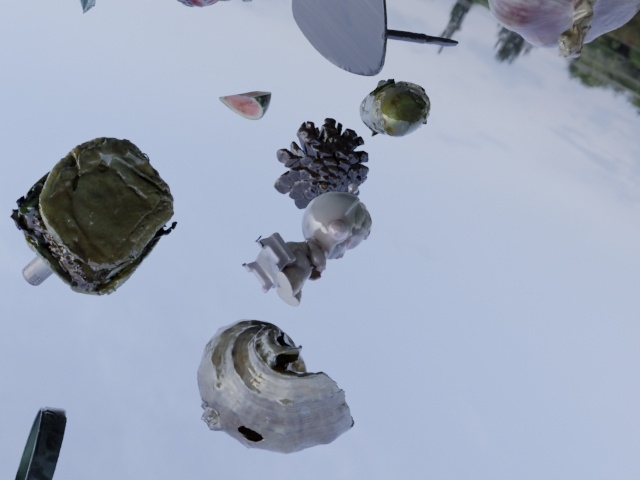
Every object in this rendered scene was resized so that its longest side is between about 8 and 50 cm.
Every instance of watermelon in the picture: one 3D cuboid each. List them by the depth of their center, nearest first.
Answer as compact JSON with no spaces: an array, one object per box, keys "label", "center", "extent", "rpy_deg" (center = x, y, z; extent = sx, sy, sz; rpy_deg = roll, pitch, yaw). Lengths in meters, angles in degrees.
[{"label":"watermelon","center":[-0.170,-0.331,2.011],"extent":[0.087,0.068,0.163],"rpy_deg":[-15,-163,-34]}]

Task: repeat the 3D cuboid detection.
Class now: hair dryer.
[{"label":"hair dryer","center":[-0.515,0.023,1.798],"extent":[0.053,0.195,0.220],"rpy_deg":[58,-159,15]}]

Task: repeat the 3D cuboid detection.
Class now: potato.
[{"label":"potato","center":[0.110,-0.195,1.201],"extent":[0.085,0.105,0.188],"rpy_deg":[62,-173,-14]}]

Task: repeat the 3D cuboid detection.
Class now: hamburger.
[{"label":"hamburger","center":[-0.313,-0.035,1.148],"extent":[0.183,0.206,0.130],"rpy_deg":[48,158,-15]}]

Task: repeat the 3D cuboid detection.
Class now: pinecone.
[{"label":"pinecone","center":[0.006,-0.186,1.960],"extent":[0.229,0.202,0.201],"rpy_deg":[17,-114,-24]}]

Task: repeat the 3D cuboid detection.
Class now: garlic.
[{"label":"garlic","center":[0.332,-0.332,1.069],"extent":[0.245,0.245,0.253],"rpy_deg":[20,-128,-16]}]

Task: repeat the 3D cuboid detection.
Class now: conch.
[{"label":"conch","center":[-0.068,0.237,1.245],"extent":[0.263,0.186,0.324],"rpy_deg":[29,174,-3]}]

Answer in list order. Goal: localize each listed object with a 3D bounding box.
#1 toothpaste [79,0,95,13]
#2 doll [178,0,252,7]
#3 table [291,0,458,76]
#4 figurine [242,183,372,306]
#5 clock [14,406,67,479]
[{"label":"toothpaste","center":[-0.477,-0.601,1.598],"extent":[0.048,0.296,0.074],"rpy_deg":[1,-150,4]},{"label":"doll","center":[-0.293,-0.628,2.022],"extent":[0.217,0.085,0.183],"rpy_deg":[6,176,15]},{"label":"table","center":[0.140,-0.529,1.681],"extent":[0.249,0.317,0.317],"rpy_deg":[-19,-131,-32]},{"label":"figurine","center":[-0.008,-0.004,1.500],"extent":[0.257,0.181,0.145],"rpy_deg":[-37,-119,-28]},{"label":"clock","center":[-0.520,0.414,1.485],"extent":[0.049,0.226,0.226],"rpy_deg":[19,-153,-21]}]
